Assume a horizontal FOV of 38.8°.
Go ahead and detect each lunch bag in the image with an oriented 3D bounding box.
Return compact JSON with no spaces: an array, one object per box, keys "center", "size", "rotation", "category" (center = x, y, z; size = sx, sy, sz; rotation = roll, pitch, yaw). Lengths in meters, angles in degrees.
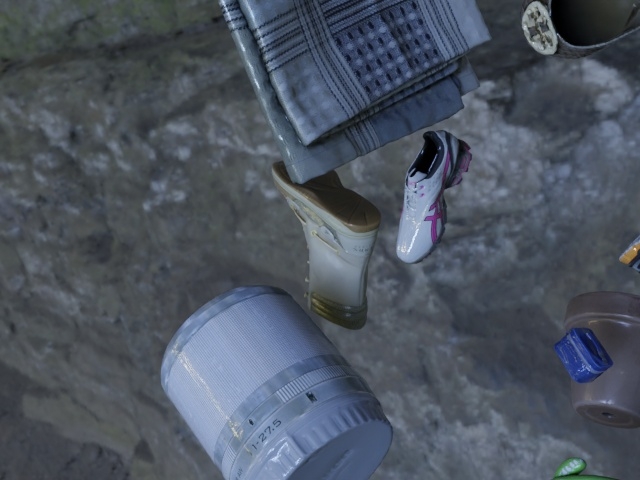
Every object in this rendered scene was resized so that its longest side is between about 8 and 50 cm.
[{"center":[0.476,0.201,1.637],"size":[0.067,0.065,0.098],"rotation":[3,50,-45],"category":"lunch bag"}]

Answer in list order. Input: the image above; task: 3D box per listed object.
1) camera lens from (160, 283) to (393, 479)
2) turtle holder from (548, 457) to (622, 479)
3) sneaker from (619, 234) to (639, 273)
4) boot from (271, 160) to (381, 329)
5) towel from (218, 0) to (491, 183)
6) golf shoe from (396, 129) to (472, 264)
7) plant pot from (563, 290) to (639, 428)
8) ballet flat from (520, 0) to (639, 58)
[{"center":[-0.064,0.210,1.200],"size":[0.219,0.219,0.274],"rotation":[-29,55,-21],"category":"camera lens"},{"center":[0.436,0.513,1.516],"size":[0.320,0.243,0.227],"rotation":[25,41,5],"category":"turtle holder"},{"center":[0.565,0.005,1.462],"size":[0.084,0.215,0.083],"rotation":[-42,78,-16],"category":"sneaker"},{"center":[0.000,0.000,1.414],"size":[0.095,0.203,0.262],"rotation":[-16,35,-29],"category":"boot"},{"center":[0.033,-0.249,0.872],"size":[0.056,0.324,0.312],"rotation":[-7,19,47],"category":"towel"},{"center":[0.136,-0.061,1.231],"size":[0.086,0.186,0.067],"rotation":[19,1,-43],"category":"golf shoe"},{"center":[0.627,0.262,1.901],"size":[0.263,0.263,0.229],"rotation":[4,62,32],"category":"plant pot"},{"center":[0.229,-0.187,0.677],"size":[0.058,0.084,0.250],"rotation":[-35,14,-26],"category":"ballet flat"}]
